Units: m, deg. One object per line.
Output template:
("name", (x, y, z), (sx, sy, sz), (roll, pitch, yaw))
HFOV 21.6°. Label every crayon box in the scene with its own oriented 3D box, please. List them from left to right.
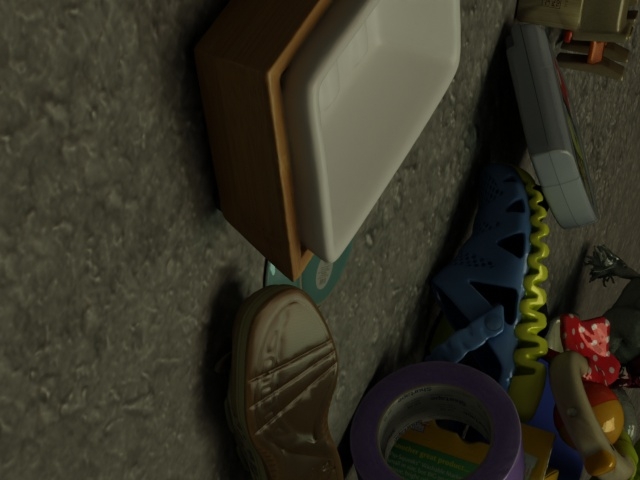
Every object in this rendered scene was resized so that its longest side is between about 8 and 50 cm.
("crayon box", (0.151, 0.347, 1.975), (0.083, 0.203, 0.323), (1, 105, -69))

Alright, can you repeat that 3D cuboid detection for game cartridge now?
("game cartridge", (0.289, -0.124, 2.060), (0.294, 0.060, 0.196), (44, 38, -67))

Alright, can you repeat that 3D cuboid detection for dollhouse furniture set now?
("dollhouse furniture set", (0.333, -0.333, 2.082), (0.259, 0.135, 0.262), (-58, 157, -62))

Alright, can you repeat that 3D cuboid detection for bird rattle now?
("bird rattle", (0.326, 0.198, 1.954), (0.207, 0.143, 0.253), (27, 47, -66))

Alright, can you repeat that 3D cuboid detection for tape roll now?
("tape roll", (0.130, 0.233, 1.853), (0.189, 0.189, 0.080), (-62, 157, -28))

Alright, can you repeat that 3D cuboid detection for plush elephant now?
("plush elephant", (0.476, 0.194, 2.660), (0.255, 0.330, 0.272), (-53, 148, 10))

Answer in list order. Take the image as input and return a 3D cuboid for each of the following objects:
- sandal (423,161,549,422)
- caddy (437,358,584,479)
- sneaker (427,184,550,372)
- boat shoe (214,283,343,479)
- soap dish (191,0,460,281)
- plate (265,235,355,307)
("sandal", (0.195, 0.052, 1.974), (0.126, 0.138, 0.317), (105, -10, -66))
("caddy", (0.235, 0.274, 2.170), (0.341, 0.179, 0.241), (-65, 176, -50))
("sneaker", (0.239, 0.066, 2.099), (0.300, 0.121, 0.111), (-66, 159, -20))
("boat shoe", (-0.046, 0.147, 1.511), (0.104, 0.089, 0.285), (-27, 134, -27))
("soap dish", (0.010, -0.147, 1.355), (0.291, 0.118, 0.229), (-58, 155, -35))
("plate", (0.000, 0.000, 1.577), (0.188, 0.024, 0.188), (16, 90, -70))
